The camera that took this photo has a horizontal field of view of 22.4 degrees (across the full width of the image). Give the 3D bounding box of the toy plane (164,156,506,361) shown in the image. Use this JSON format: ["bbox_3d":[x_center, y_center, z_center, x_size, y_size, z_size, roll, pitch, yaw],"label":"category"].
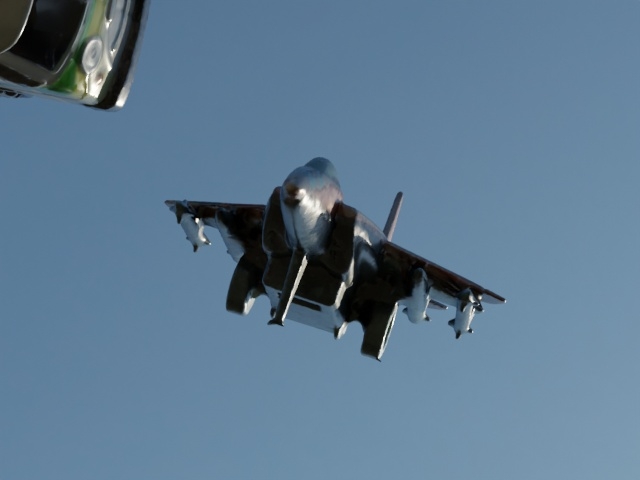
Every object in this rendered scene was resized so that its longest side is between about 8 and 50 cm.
[{"bbox_3d":[-0.002,0.007,0.933,0.223,0.326,0.104,17,-89,7],"label":"toy plane"}]

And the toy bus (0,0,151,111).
[{"bbox_3d":[-0.282,-0.186,1.095,0.305,0.179,0.143,12,-91,15],"label":"toy bus"}]
